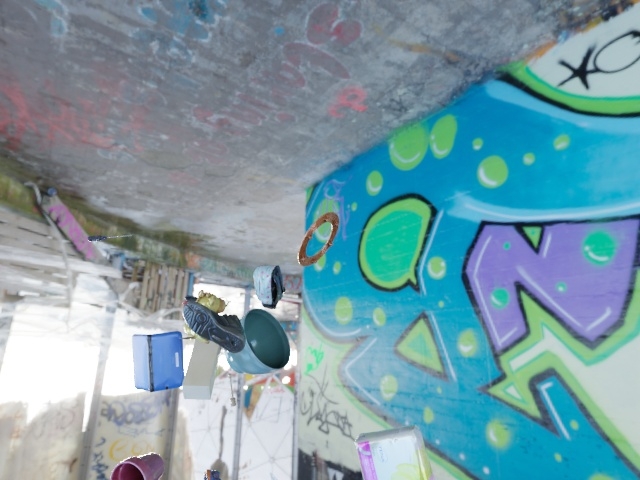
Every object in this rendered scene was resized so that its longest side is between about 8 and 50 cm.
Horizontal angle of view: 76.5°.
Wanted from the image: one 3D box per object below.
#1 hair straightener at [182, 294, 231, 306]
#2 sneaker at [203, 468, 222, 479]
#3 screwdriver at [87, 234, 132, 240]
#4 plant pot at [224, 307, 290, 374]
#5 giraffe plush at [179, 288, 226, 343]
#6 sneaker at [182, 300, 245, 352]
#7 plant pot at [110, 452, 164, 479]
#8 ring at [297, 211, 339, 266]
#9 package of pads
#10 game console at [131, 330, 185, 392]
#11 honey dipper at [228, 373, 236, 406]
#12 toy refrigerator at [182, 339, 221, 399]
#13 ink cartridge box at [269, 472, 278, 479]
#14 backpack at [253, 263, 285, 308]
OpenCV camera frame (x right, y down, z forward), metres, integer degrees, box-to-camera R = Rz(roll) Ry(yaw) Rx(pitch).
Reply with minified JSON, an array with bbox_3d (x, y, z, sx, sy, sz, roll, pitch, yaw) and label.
[{"bbox_3d":[-0.563,0.294,2.032,0.231,0.089,0.047,3,131,-5],"label":"hair straightener"},{"bbox_3d":[-0.509,1.222,1.990,0.087,0.083,0.221,10,-153,-32],"label":"sneaker"},{"bbox_3d":[-0.863,-0.010,1.666,0.170,0.025,0.024,-1,-174,-13],"label":"screwdriver"},{"bbox_3d":[-0.304,0.477,1.820,0.196,0.292,0.293,-34,150,22],"label":"plant pot"},{"bbox_3d":[-0.414,0.270,1.482,0.182,0.170,0.210,10,176,22],"label":"giraffe plush"},{"bbox_3d":[-0.341,0.268,1.321,0.228,0.087,0.130,35,-176,-11],"label":"sneaker"},{"bbox_3d":[-0.854,1.115,1.931,0.202,0.201,0.180,-4,174,15],"label":"plant pot"},{"bbox_3d":[0.000,0.000,2.170,0.032,0.336,0.336,34,177,24],"label":"ring"},{"bbox_3d":[0.264,0.796,1.370,0.229,0.296,0.101,-19,165,17],"label":"package of pads"},{"bbox_3d":[-0.864,0.634,2.156,0.251,0.292,0.173,-3,175,-23],"label":"game console"},{"bbox_3d":[-0.447,0.752,2.040,0.031,0.160,0.030,-7,180,0],"label":"honey dipper"},{"bbox_3d":[-0.465,0.494,1.617,0.103,0.269,0.094,4,125,-5],"label":"toy refrigerator"},{"bbox_3d":[-0.110,0.698,1.030,0.062,0.181,0.104,-25,-151,-37],"label":"ink cartridge box"},{"bbox_3d":[-0.229,0.196,1.808,0.115,0.181,0.152,0,-156,10],"label":"backpack"}]
